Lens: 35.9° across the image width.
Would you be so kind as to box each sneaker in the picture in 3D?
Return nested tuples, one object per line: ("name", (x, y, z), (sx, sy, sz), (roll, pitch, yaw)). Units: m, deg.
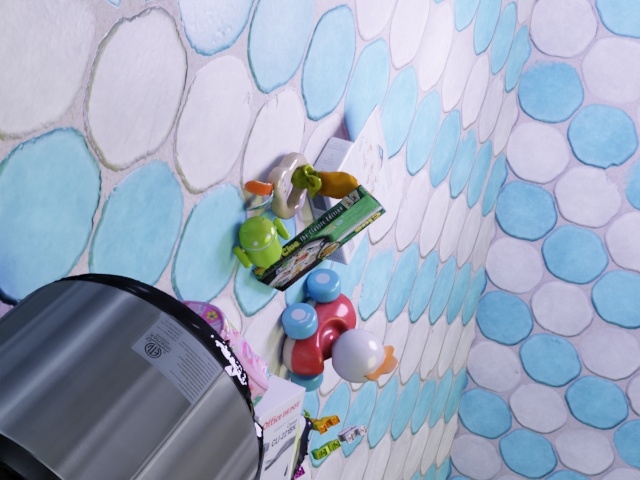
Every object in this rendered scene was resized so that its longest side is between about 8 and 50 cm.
("sneaker", (-0.063, 0.484, 2.147), (0.097, 0.084, 0.235), (6, 102, -43))

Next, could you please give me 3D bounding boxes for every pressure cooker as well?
("pressure cooker", (-0.304, 0.275, 1.067), (0.420, 0.370, 0.375), (-51, 146, -50))

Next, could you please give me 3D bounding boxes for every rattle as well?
("rattle", (-0.032, -0.082, 1.765), (0.130, 0.142, 0.199), (-62, 166, 11))

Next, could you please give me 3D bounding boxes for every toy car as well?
("toy car", (0.062, 0.217, 2.073), (0.210, 0.238, 0.219), (-54, 152, -38))

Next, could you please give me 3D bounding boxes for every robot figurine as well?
("robot figurine", (-0.106, 0.002, 1.737), (0.101, 0.067, 0.115), (-34, 148, -11))

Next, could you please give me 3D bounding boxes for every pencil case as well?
("pencil case", (-0.172, 0.200, 1.661), (0.124, 0.124, 0.284), (-64, 158, -19))

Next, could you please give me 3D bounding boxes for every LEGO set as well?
("LEGO set", (-0.017, 0.457, 2.272), (0.227, 0.093, 0.087), (-27, 99, -26))

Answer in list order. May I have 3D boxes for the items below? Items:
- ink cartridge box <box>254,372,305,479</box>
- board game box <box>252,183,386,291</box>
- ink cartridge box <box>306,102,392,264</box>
("ink cartridge box", (-0.140, 0.411, 1.903), (0.197, 0.114, 0.273), (-21, 124, -63))
("board game box", (0.000, 0.000, 1.858), (0.259, 0.030, 0.136), (-38, 156, 7))
("ink cartridge box", (0.064, -0.120, 2.066), (0.239, 0.060, 0.275), (-61, 155, -28))
